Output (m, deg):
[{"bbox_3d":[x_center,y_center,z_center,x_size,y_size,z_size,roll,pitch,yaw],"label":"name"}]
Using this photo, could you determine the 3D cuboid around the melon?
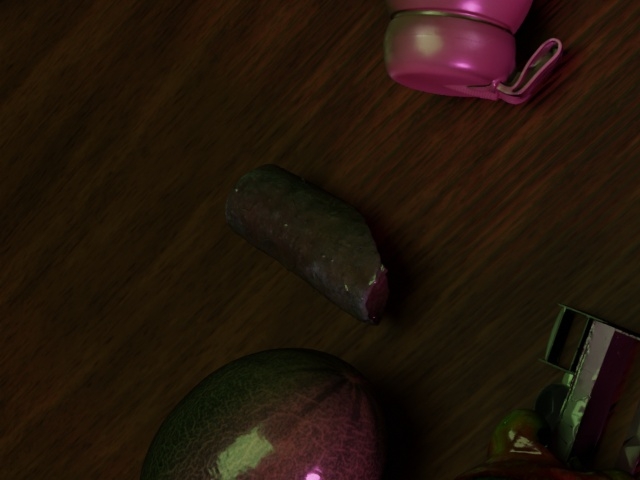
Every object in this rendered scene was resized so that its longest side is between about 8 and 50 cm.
[{"bbox_3d":[-0.058,0.246,1.635,0.301,0.237,0.237,-46,53,23],"label":"melon"}]

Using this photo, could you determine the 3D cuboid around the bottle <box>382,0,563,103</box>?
[{"bbox_3d":[0.167,-0.299,1.622,0.206,0.173,0.297,8,83,8],"label":"bottle"}]

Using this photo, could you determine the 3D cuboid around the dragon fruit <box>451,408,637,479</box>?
[{"bbox_3d":[0.203,0.309,1.426,0.268,0.130,0.295,-27,80,47],"label":"dragon fruit"}]

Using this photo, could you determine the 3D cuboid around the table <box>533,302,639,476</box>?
[{"bbox_3d":[0.269,0.153,1.486,0.175,0.062,0.146,22,95,39],"label":"table"}]

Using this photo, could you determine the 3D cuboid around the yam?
[{"bbox_3d":[0.000,0.000,1.731,0.259,0.106,0.106,33,102,38],"label":"yam"}]
